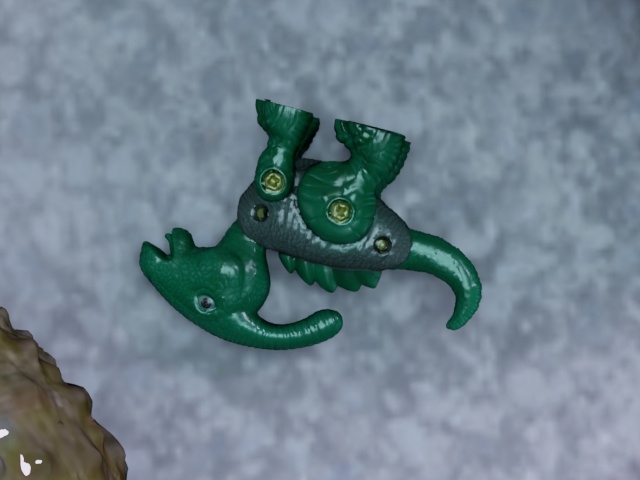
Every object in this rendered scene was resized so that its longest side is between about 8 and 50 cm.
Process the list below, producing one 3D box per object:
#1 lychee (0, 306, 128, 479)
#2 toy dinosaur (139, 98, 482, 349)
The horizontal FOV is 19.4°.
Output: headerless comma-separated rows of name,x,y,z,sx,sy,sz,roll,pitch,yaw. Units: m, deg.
lychee,-0.187,0.119,0.602,0.255,0.274,0.255,2,97,15
toy dinosaur,0.000,0.000,0.728,0.132,0.059,0.096,17,92,6
